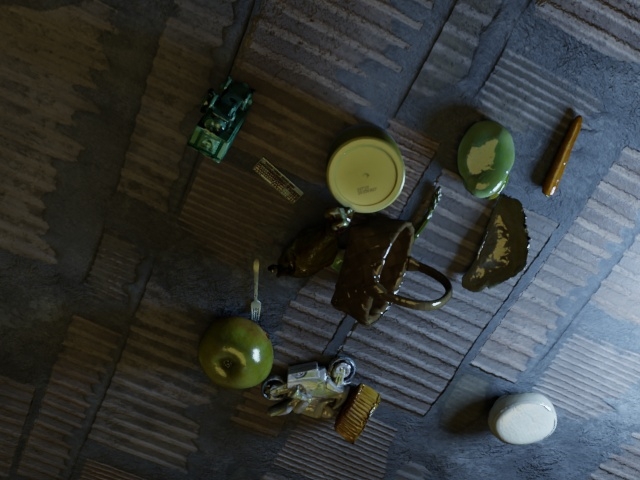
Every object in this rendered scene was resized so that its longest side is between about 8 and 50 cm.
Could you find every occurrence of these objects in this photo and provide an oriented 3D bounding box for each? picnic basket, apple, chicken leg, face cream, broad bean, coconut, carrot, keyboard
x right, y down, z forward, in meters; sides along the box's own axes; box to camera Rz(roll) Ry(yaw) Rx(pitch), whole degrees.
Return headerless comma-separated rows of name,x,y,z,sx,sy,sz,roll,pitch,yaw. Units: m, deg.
picnic basket,0.229,0.110,1.587,0.337,0.293,0.337,10,109,29
apple,-0.281,0.375,1.795,0.260,0.194,0.261,3,110,8
chicken leg,0.007,0.004,1.602,0.140,0.211,0.361,50,132,-1
face cream,0.125,-0.207,1.541,0.218,0.179,0.218,1,113,2
broad bean,0.480,-0.229,1.566,0.169,0.100,0.228,-17,110,2
coconut,0.067,0.060,1.712,0.082,0.083,0.081,-31,85,-25
carrot,0.705,-0.243,1.581,0.043,0.043,0.248,15,111,-4
keyboard,-0.127,-0.182,1.649,0.166,0.017,0.055,41,108,-14

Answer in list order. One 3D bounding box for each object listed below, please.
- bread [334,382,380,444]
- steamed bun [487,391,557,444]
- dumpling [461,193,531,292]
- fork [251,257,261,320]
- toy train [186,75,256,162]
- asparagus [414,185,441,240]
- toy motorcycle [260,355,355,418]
bread,0.123,0.594,1.882,0.104,0.199,0.199,32,112,9
steamed bun,0.697,0.611,1.892,0.228,0.131,0.177,-25,100,13
dumpling,0.569,0.031,1.677,0.166,0.086,0.332,30,115,25
fork,-0.215,0.161,1.798,0.034,0.028,0.220,6,109,8
toy train,-0.263,-0.340,1.462,0.115,0.269,0.154,28,127,-11
asparagus,0.318,-0.064,1.678,0.034,0.027,0.236,21,113,-18
toy motorcycle,-0.030,0.532,1.899,0.340,0.108,0.223,-13,106,0
